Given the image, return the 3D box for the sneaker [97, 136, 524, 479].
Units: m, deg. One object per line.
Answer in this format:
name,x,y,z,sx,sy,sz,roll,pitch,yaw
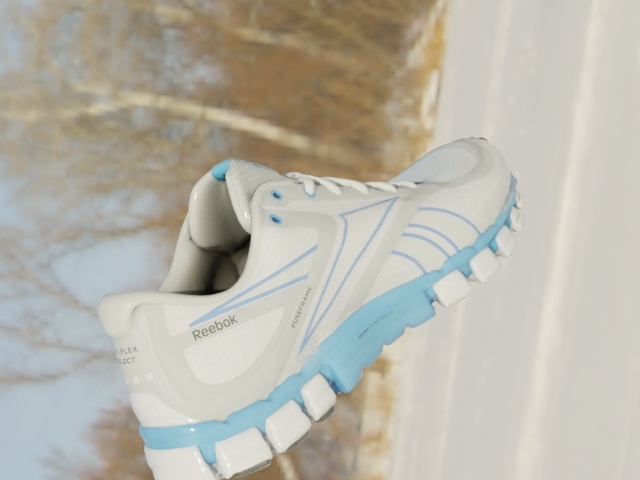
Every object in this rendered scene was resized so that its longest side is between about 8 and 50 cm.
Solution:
sneaker,0.000,0.000,0.577,0.190,0.071,0.083,-40,-71,-40
